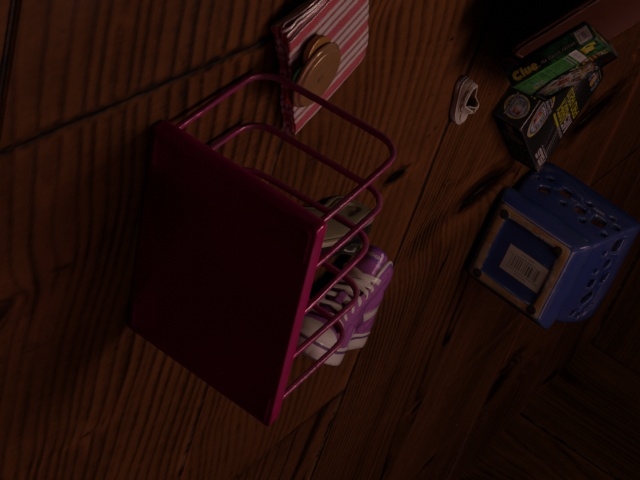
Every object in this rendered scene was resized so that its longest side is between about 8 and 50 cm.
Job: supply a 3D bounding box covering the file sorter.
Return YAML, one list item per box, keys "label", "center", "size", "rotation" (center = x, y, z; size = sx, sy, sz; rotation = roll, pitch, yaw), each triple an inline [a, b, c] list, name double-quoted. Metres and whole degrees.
- label: "file sorter"
  center: [-0.058, 0.002, 1.404]
  size: [0.182, 0.202, 0.291]
  rotation: [-40, 154, -41]

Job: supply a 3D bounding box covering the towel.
- label: "towel"
  center: [0.002, -0.218, 1.466]
  size: [0.144, 0.029, 0.197]
  rotation: [-48, 161, -21]

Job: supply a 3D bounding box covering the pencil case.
- label: "pencil case"
  center: [0.341, -0.309, 2.049]
  size: [0.152, 0.064, 0.070]
  rotation: [-50, 146, -15]

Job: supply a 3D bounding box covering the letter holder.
- label: "letter holder"
  center: [0.359, -0.367, 1.879]
  size: [0.214, 0.152, 0.302]
  rotation: [-33, 170, 25]

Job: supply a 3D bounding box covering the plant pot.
- label: "plant pot"
  center: [0.428, 0.019, 2.519]
  size: [0.212, 0.236, 0.236]
  rotation: [-20, 140, -51]

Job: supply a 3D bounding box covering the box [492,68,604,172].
- label: "box"
  center: [0.394, -0.250, 2.268]
  size: [0.216, 0.060, 0.270]
  rotation: [-56, 160, -3]

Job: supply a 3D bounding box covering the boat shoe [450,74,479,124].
- label: "boat shoe"
  center: [0.217, -0.202, 1.967]
  size: [0.035, 0.035, 0.100]
  rotation: [-45, 157, -28]

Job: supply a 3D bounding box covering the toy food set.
- label: "toy food set"
  center: [-0.008, -0.178, 1.425]
  size: [0.082, 0.020, 0.083]
  rotation: [-57, 163, 5]

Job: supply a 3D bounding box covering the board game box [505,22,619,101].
- label: "board game box"
  center: [0.357, -0.256, 1.937]
  size: [0.136, 0.030, 0.259]
  rotation: [-28, 172, 17]

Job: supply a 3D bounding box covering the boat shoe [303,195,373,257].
- label: "boat shoe"
  center: [0.000, 0.000, 1.707]
  size: [0.233, 0.084, 0.079]
  rotation: [-19, 138, -64]

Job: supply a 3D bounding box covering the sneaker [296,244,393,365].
- label: "sneaker"
  center: [0.027, 0.079, 1.888]
  size: [0.161, 0.102, 0.282]
  rotation: [-64, 170, 12]
